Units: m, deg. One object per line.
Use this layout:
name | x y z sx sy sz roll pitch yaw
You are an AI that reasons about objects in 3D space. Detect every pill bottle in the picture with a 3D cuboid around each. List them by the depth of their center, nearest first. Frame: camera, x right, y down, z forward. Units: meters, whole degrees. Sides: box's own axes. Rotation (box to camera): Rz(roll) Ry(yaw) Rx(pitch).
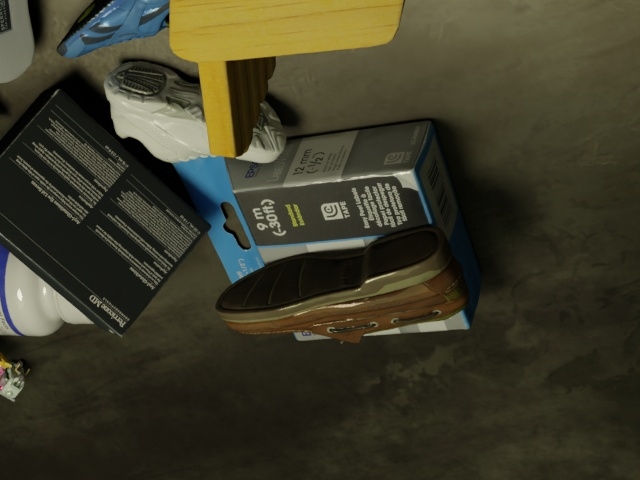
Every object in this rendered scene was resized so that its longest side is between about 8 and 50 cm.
pill bottle | -0.423 0.052 2.013 0.272 0.152 0.152 0 129 17

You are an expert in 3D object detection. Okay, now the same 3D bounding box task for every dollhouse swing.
dollhouse swing | 0.024 -0.273 1.466 0.315 0.347 0.305 -3 138 20

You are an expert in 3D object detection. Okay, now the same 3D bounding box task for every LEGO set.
LEGO set | -0.563 0.163 2.150 0.287 0.132 0.107 33 89 -13

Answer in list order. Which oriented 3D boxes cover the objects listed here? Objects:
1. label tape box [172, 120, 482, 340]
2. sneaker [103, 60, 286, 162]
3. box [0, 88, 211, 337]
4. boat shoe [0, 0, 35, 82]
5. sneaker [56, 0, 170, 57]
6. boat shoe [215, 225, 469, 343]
label tape box | 0.000 0.000 1.857 0.347 0.115 0.249 -7 127 21
sneaker | -0.150 -0.136 1.818 0.232 0.090 0.115 21 140 12
box | -0.298 -0.033 1.867 0.261 0.184 0.103 43 164 -19
boat shoe | -0.380 -0.309 1.733 0.088 0.096 0.268 49 152 33
sneaker | -0.223 -0.254 1.741 0.209 0.069 0.082 -29 120 35
boat shoe | 0.024 0.077 1.765 0.307 0.111 0.104 -12 123 27
